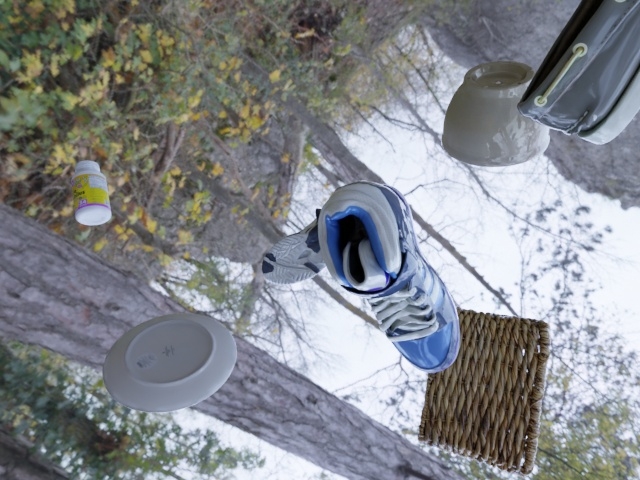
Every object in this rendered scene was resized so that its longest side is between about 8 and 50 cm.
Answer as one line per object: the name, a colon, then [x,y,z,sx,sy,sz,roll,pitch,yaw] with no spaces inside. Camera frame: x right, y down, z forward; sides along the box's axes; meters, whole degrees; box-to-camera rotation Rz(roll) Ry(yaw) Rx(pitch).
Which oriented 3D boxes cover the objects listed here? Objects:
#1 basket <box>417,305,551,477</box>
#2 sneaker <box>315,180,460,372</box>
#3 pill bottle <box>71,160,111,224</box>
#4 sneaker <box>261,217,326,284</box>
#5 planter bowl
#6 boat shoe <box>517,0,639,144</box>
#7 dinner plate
basket: [0.356,0.303,0.965,0.223,0.213,0.299,6,-100,28]
sneaker: [0.091,0.073,0.636,0.130,0.322,0.236,-18,-178,26]
pill bottle: [-0.311,-0.065,0.614,0.043,0.043,0.083,-31,-115,27]
sneaker: [0.000,0.000,0.889,0.235,0.094,0.153,-42,176,11]
planter bowl: [0.266,-0.201,0.685,0.162,0.109,0.162,-7,-139,6]
boat shoe: [0.273,-0.235,0.381,0.109,0.091,0.304,-64,171,-58]
dinner plate: [-0.164,0.124,0.499,0.141,0.017,0.141,2,-146,-1]
